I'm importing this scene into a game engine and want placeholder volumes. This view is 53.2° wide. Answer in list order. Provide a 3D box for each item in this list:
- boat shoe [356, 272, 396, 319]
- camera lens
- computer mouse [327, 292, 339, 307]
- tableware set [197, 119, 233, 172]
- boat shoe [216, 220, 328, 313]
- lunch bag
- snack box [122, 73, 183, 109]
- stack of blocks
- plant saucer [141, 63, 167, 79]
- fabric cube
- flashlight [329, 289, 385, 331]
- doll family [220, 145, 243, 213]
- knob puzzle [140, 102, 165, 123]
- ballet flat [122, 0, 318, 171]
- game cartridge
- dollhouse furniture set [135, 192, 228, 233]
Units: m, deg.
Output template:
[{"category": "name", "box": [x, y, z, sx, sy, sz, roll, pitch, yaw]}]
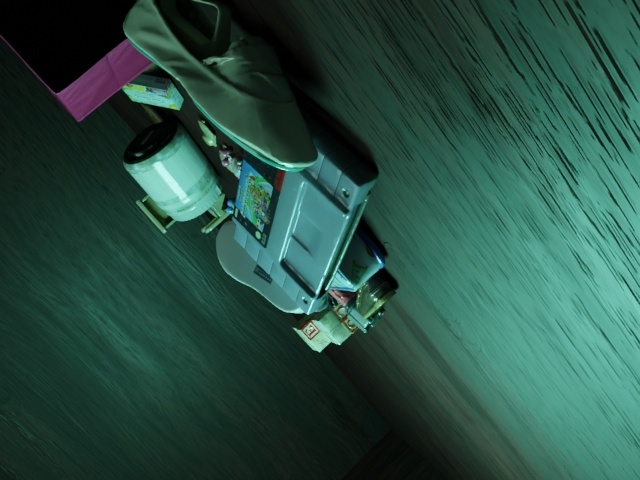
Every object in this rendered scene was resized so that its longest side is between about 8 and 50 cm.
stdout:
[{"category": "boat shoe", "box": [0.112, 0.116, 1.382, 0.073, 0.073, 0.207, 48, 162, 10]}, {"category": "camera lens", "box": [-0.470, -0.224, 2.033, 0.219, 0.219, 0.274, 35, 163, 50]}, {"category": "computer mouse", "box": [0.019, 0.129, 1.740, 0.106, 0.042, 0.193, 54, -178, 4]}, {"category": "tableware set", "box": [-0.271, -0.251, 1.703, 0.168, 0.020, 0.141, 50, 167, -4]}, {"category": "boat shoe", "box": [-0.101, 0.055, 1.325, 0.301, 0.108, 0.102, 32, -171, 37]}, {"category": "lunch bag", "box": [0.000, 0.000, 1.295, 0.243, 0.115, 0.303, 47, 169, -9]}, {"category": "snack box", "box": [-0.435, -0.384, 1.634, 0.141, 0.037, 0.100, 13, 167, 13]}, {"category": "stack of blocks", "box": [0.029, 0.229, 1.825, 0.087, 0.171, 0.297, 48, 169, -3]}, {"category": "plant saucer", "box": [-0.520, -0.508, 1.644, 0.311, 0.050, 0.310, 42, 167, 12]}, {"category": "fabric cube", "box": [-0.515, -0.445, 1.340, 0.254, 0.259, 0.258, 48, 171, -5]}, {"category": "flashlight", "box": [0.024, 0.098, 1.588, 0.304, 0.103, 0.103, 43, 139, 16]}, {"category": "doll family", "box": [-0.145, -0.112, 1.533, 0.163, 0.118, 0.262, 48, 153, 34]}, {"category": "knob puzzle", "box": [-0.518, -0.385, 2.158, 0.213, 0.030, 0.213, 46, 169, 12]}, {"category": "ballet flat", "box": [-0.142, -0.257, 0.908, 0.400, 0.139, 0.139, 43, 168, 23]}, {"category": "game cartridge", "box": [-0.048, -0.051, 1.074, 0.230, 0.068, 0.355, 40, 143, 17]}, {"category": "dollhouse furniture set", "box": [-0.564, -0.174, 2.480, 0.362, 0.256, 0.394, 50, 169, -11]}]
